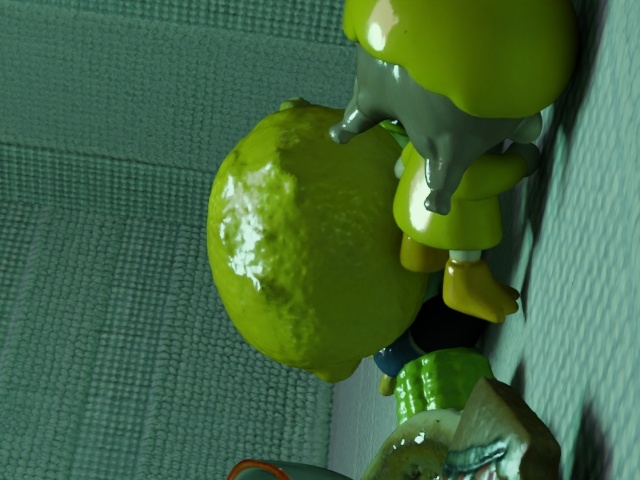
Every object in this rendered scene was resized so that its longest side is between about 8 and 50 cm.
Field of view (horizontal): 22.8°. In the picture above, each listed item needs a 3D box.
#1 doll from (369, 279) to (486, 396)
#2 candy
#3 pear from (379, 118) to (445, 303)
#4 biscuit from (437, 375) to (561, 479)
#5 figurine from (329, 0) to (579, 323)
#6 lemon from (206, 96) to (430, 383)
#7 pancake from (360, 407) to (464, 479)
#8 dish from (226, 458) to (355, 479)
[{"bbox_3d":[0.114,0.100,1.645,0.179,0.089,0.102,-33,77,50],"label":"doll"},{"bbox_3d":[0.116,0.196,1.355,0.097,0.096,0.210,102,166,-61],"label":"candy"},{"bbox_3d":[0.062,-0.034,1.821,0.282,0.176,0.287,-30,-50,-66],"label":"pear"},{"bbox_3d":[0.109,0.232,1.055,0.278,0.043,0.302,123,152,-53],"label":"biscuit"},{"bbox_3d":[0.120,-0.106,1.364,0.187,0.215,0.344,-27,-53,-35],"label":"figurine"},{"bbox_3d":[0.000,0.000,1.578,0.233,0.233,0.288,-129,33,-87],"label":"lemon"},{"bbox_3d":[0.092,0.301,1.227,0.356,0.065,0.356,-173,90,-67],"label":"pancake"},{"bbox_3d":[-0.001,0.288,1.223,0.256,0.117,0.256,-176,90,-70],"label":"dish"}]
